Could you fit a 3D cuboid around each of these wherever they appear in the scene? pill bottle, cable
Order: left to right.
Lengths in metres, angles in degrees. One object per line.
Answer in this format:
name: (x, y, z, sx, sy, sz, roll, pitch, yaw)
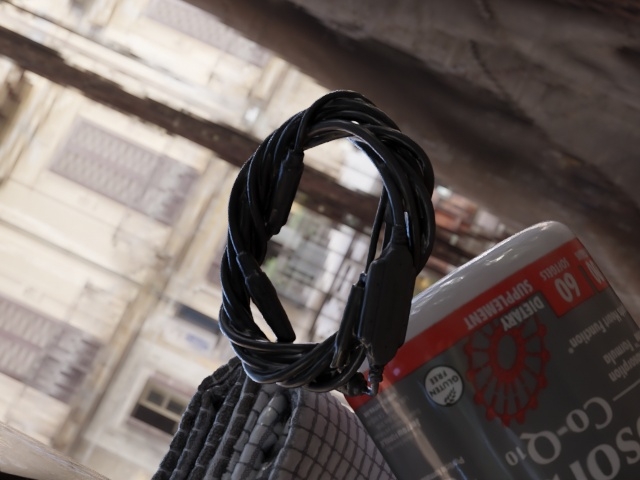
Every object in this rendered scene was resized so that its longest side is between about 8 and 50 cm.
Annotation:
cable: (0.000, 0.000, 0.830, 0.047, 0.150, 0.184, 5, -86, -47)
pill bottle: (0.187, 0.186, 0.980, 0.210, 0.363, 0.210, -33, -8, -5)

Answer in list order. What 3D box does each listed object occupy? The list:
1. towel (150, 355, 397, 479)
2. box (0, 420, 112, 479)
towel: (-0.051, 0.260, 1.079, 0.235, 0.121, 0.283, 48, -119, -50)
box: (-0.270, 0.093, 0.710, 0.073, 0.295, 0.293, -63, -26, -8)
